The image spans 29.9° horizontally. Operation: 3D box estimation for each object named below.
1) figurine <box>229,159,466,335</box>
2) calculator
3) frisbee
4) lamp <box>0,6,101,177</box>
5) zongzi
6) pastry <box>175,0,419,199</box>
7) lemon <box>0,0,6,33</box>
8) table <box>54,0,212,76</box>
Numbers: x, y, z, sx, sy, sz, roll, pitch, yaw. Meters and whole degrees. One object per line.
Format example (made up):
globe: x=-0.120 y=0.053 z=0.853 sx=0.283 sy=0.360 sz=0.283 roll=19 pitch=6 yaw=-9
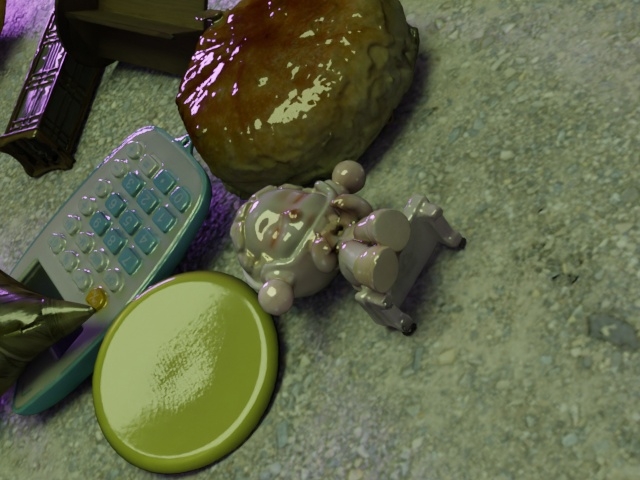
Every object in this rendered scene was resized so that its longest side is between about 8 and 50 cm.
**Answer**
figurine: x=0.008 y=-0.001 z=1.274 sx=0.257 sy=0.144 sz=0.182 roll=15 pitch=88 yaw=42
calculator: x=-0.275 y=0.023 z=1.494 sx=0.386 sy=0.054 sz=0.256 roll=-52 pitch=41 yaw=5
frisbee: x=-0.152 y=0.140 z=1.318 sx=0.236 sy=0.017 sz=0.236 roll=-10 pitch=63 yaw=20
lamp: x=-0.385 y=-0.253 z=1.807 sx=0.090 sy=0.089 sz=0.325 roll=-9 pitch=53 yaw=31
zongzi: x=-0.366 y=0.063 z=1.448 sx=0.204 sy=0.094 sz=0.205 roll=-33 pitch=45 yaw=15
pastry: x=-0.030 y=-0.201 z=1.449 sx=0.330 sy=0.136 sz=0.329 roll=-23 pitch=45 yaw=24
lemon: x=-0.659 y=-0.392 z=2.006 sx=0.258 sy=0.258 sz=0.310 roll=3 pitch=63 yaw=40
table: x=-0.243 y=-0.312 z=1.708 sx=0.227 sy=0.167 sz=0.167 roll=18 pitch=69 yaw=35
